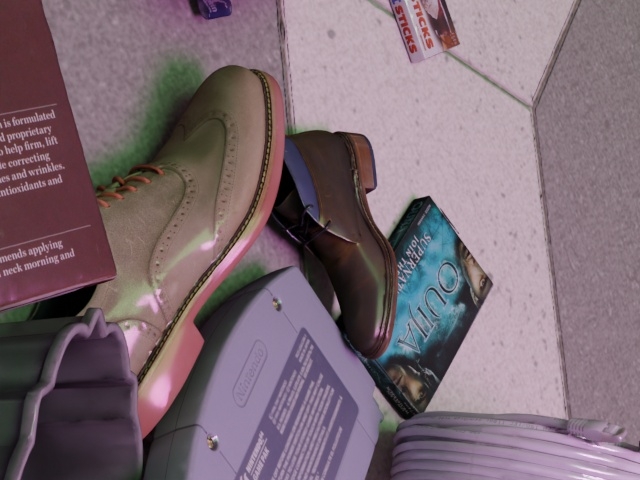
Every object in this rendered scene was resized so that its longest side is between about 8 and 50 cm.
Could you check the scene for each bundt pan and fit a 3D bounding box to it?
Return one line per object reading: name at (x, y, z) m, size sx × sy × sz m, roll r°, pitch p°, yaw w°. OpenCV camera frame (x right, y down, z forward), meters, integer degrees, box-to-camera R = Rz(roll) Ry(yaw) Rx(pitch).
bundt pan at (-0.207, 0.203, 0.875) m, size 0.331 × 0.124 × 0.331 m, roll 3°, pitch 90°, yaw -83°

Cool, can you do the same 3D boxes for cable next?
cable at (0.190, 0.217, 1.255) m, size 0.257 × 0.257 × 0.089 m, roll 35°, pitch 61°, yaw -59°

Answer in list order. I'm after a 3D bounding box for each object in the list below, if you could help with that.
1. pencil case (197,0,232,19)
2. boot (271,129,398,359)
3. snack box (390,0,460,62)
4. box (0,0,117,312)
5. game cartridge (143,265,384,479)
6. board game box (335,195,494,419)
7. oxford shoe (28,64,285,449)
pencil case at (-0.086, -0.405, 1.190) m, size 0.183 × 0.159 × 0.410 m, roll -26°, pitch 101°, yaw -86°
boot at (0.000, 0.000, 1.243) m, size 0.106 × 0.082 × 0.219 m, roll 7°, pitch 61°, yaw -33°
snack box at (0.089, -0.274, 1.431) m, size 0.064 × 0.022 × 0.178 m, roll -28°, pitch 101°, yaw -43°
box at (-0.268, -0.040, 0.920) m, size 0.168 × 0.167 × 0.203 m, roll -17°, pitch 92°, yaw -45°
game cartridge at (-0.041, 0.160, 1.128) m, size 0.198 × 0.062 × 0.297 m, roll 53°, pitch 32°, yaw -19°
board game box at (0.094, 0.063, 1.355) m, size 0.126 × 0.026 × 0.186 m, roll 52°, pitch 50°, yaw -23°
oxford shoe at (-0.130, -0.016, 1.085) m, size 0.130 × 0.123 × 0.348 m, roll 38°, pitch 56°, yaw -29°
